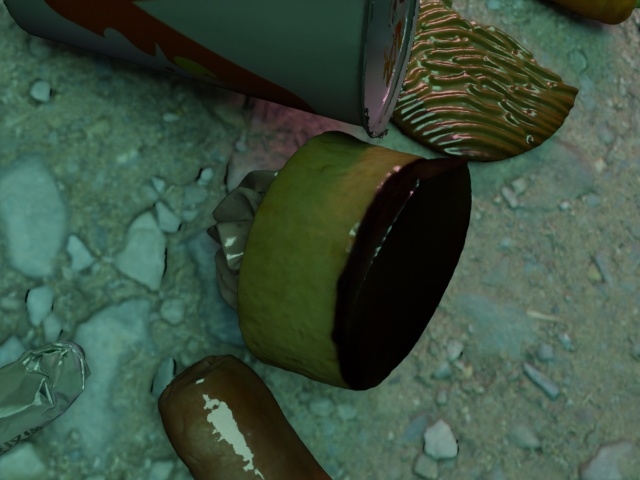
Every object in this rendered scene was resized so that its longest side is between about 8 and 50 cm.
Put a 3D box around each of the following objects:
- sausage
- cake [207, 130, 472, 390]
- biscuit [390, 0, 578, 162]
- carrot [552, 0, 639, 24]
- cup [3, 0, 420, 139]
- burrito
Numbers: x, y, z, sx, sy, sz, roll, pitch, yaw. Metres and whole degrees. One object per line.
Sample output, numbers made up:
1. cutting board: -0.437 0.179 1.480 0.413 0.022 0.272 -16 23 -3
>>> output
1. sausage: 0.024 0.264 0.610 0.094 0.094 0.419 -40 94 11
2. cake: 0.000 0.000 0.612 0.178 0.185 0.208 29 89 27
3. biscuit: 0.145 -0.161 0.745 0.228 0.031 0.176 -7 84 -17
4. carrot: 0.212 -0.275 0.778 0.256 0.061 0.061 17 76 -2
5. cup: -0.077 -0.195 0.576 0.288 0.203 0.203 13 76 12
6. burrito: -0.261 0.139 0.564 0.203 0.064 0.064 -32 91 -17
